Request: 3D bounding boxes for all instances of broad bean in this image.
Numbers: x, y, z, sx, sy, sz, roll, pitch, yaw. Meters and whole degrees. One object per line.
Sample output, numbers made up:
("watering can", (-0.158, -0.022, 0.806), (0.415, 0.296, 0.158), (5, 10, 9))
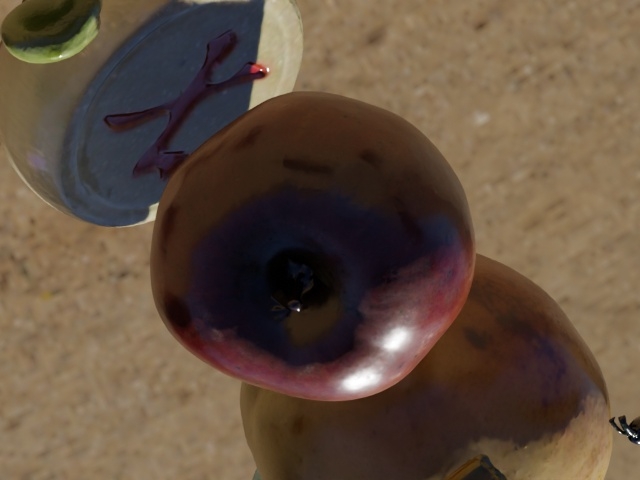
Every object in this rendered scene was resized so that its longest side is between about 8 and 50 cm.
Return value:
("broad bean", (-0.200, -0.162, 1.504), (0.083, 0.063, 0.045), (-31, 149, -25))

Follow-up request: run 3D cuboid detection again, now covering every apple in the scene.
("apple", (0.002, 0.001, 1.398), (0.234, 0.234, 0.234), (-22, 153, -12))

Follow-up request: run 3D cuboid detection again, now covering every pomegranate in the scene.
("pomegranate", (0.086, 0.158, 1.646), (0.319, 0.319, 0.319), (-22, 153, -12))

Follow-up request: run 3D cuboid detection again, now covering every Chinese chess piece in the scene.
("Chinese chess piece", (-0.176, -0.172, 2.037), (0.338, 0.140, 0.338), (-32, 147, -24))

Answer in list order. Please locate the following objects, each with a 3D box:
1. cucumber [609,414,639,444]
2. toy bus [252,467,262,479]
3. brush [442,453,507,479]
("cucumber", (0.271, 0.132, 1.507), (0.039, 0.043, 0.163), (-16, -179, 38))
("toy bus", (-0.014, 0.408, 2.129), (0.190, 0.152, 0.312), (22, 86, -46))
("brush", (-0.011, 0.244, 1.149), (0.336, 0.085, 0.020), (-41, -178, 20))
